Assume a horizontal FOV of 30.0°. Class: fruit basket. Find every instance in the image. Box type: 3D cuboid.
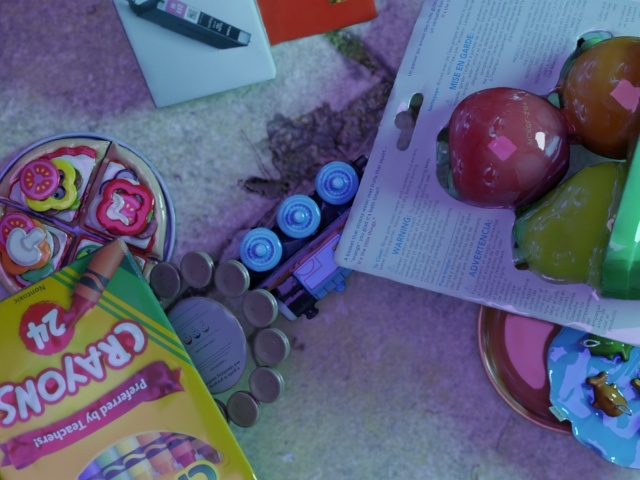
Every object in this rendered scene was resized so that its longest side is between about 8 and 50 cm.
[{"bbox_3d":[0.226,-0.078,1.101,0.353,0.165,0.327,13,74,23],"label":"fruit basket"}]

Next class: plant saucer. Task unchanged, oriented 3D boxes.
[{"bbox_3d":[0.251,0.088,1.164,0.200,0.037,0.200,0,87,4],"label":"plant saucer"}]

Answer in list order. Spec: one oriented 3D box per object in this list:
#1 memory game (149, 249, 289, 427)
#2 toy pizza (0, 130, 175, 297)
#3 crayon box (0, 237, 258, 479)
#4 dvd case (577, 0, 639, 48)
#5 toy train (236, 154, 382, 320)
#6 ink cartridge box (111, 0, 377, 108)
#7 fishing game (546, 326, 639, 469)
[{"bbox_3d":[-0.111,0.100,1.165,0.186,0.012,0.186,5,102,26],"label":"memory game"},{"bbox_3d":[-0.247,-0.012,1.209,0.201,0.032,0.201,0,87,4],"label":"toy pizza"},{"bbox_3d":[-0.193,0.183,1.102,0.202,0.081,0.318,-30,79,-12],"label":"crayon box"},{"bbox_3d":[0.370,-0.253,1.179,0.253,0.022,0.180,-40,85,1],"label":"dvd case"},{"bbox_3d":[0.000,0.000,1.168,0.184,0.080,0.105,-41,91,1],"label":"toy train"},{"bbox_3d":[-0.081,-0.268,1.108,0.239,0.275,0.060,-14,45,4],"label":"ink cartridge box"},{"bbox_3d":[0.303,0.121,1.120,0.189,0.041,0.264,-36,85,-1],"label":"fishing game"}]
